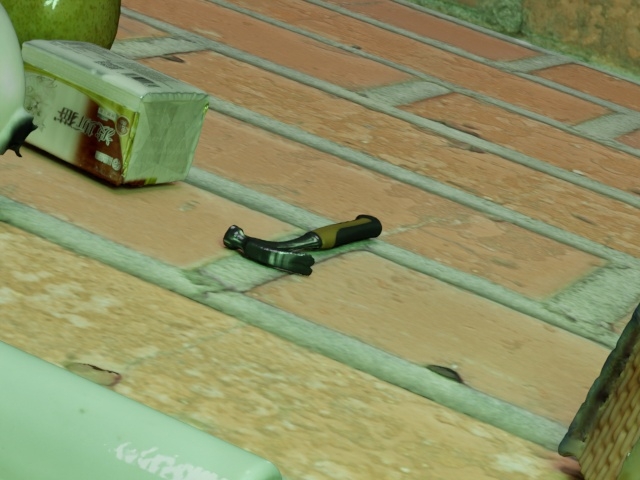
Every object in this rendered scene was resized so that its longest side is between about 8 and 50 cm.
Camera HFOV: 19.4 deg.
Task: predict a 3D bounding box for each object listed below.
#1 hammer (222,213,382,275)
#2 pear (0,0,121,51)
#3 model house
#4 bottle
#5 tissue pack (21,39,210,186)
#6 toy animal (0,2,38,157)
[{"bbox_3d":[0.000,0.000,1.655,0.078,0.021,0.201,25,19,27],"label":"hammer"},{"bbox_3d":[-0.304,-0.268,1.922,0.188,0.228,0.211,-16,-9,-12],"label":"pear"},{"bbox_3d":[0.277,0.121,1.284,0.183,0.166,0.172,24,11,-13],"label":"model house"},{"bbox_3d":[-0.147,0.117,0.977,0.245,0.104,0.104,22,17,17],"label":"bottle"},{"bbox_3d":[-0.197,-0.117,1.716,0.149,0.099,0.106,25,16,29],"label":"tissue pack"},{"bbox_3d":[-0.362,-0.159,1.431,0.251,0.251,0.310,29,-1,38],"label":"toy animal"}]
